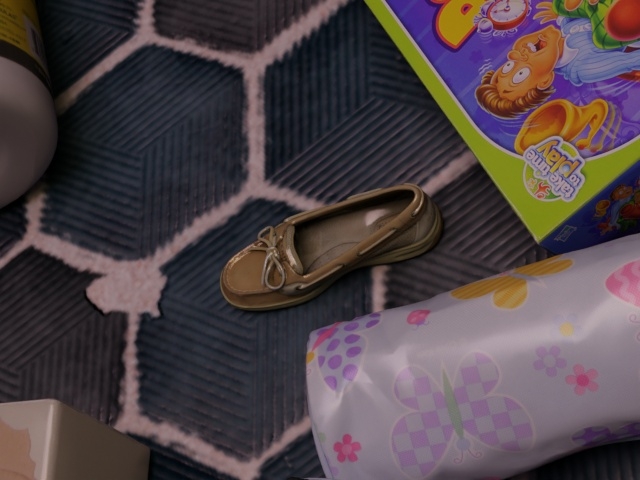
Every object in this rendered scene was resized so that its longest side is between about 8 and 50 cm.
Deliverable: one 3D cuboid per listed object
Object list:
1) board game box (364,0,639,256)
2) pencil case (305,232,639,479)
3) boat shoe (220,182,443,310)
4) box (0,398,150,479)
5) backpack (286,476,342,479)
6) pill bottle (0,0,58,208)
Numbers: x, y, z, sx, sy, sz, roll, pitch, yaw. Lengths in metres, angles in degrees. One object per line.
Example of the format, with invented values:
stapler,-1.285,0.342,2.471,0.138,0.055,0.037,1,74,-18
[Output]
board game box,0.149,-0.187,0.933,0.233,0.078,0.347,-41,58,15
pencil case,0.128,0.074,0.834,0.273,0.113,0.124,-17,104,15
boat shoe,0.001,0.002,0.955,0.153,0.048,0.056,-16,62,16
box,-0.200,0.261,0.883,0.148,0.121,0.311,-8,65,20
backpack,0.020,0.258,0.739,0.276,0.213,0.263,25,92,23
pill bottle,-0.309,-0.191,1.090,0.188,0.188,0.334,-23,60,12
